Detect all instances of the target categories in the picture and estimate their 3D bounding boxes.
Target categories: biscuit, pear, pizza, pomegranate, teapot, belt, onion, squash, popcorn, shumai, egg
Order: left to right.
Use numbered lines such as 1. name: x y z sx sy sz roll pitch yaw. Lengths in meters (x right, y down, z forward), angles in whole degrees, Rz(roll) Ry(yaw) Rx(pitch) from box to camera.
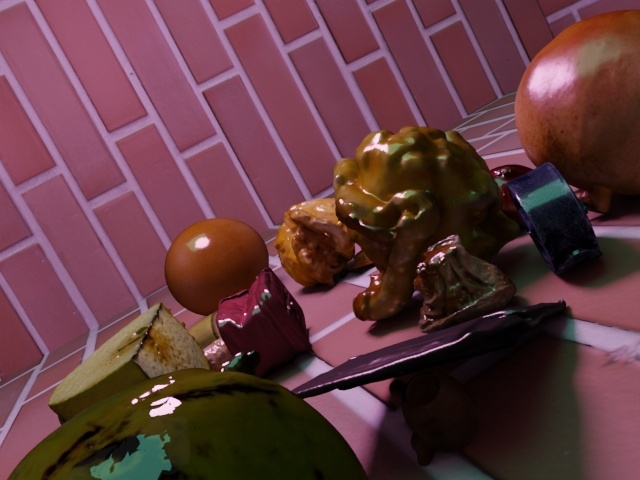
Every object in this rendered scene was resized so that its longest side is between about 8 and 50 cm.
1. pear: -0.342 0.266 1.235 0.292 0.159 0.292 -31 15 9
2. pomegranate: -0.098 0.240 0.464 0.260 0.260 0.341 -21 41 40
3. squash: -0.273 0.235 1.496 0.224 0.094 0.094 -33 6 26
4. egg: -0.261 0.065 1.833 0.250 0.250 0.322 -24 1 26
5. biscuit: -0.154 0.193 1.401 0.219 0.055 0.061 -34 -4 -32
6. popcorn: -0.001 -0.003 1.611 0.190 0.191 0.253 -33 11 -23
7. pizza: 0.144 0.018 1.560 0.160 0.036 0.099 -25 10 15
8. teapot: 0.097 0.167 0.699 0.085 0.080 0.110 -49 36 -15
9. popcorn: 0.164 -0.040 1.158 0.290 0.326 0.321 -19 52 20
10. shumai: 0.184 0.055 0.954 0.145 0.116 0.145 -27 -1 0
11. onion: 0.338 -0.078 1.250 0.131 0.131 0.131 -27 9 5
12. belt: 0.321 -0.031 0.963 0.082 0.141 0.190 -28 10 12
13. pomegranate: 0.456 -0.194 1.088 0.319 0.319 0.319 -27 9 5

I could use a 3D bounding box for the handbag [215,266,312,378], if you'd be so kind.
1. handbag: -0.098 0.143 1.241 0.135 0.146 0.225 -33 9 2

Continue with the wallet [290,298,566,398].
1. wallet: 0.123 0.119 0.775 0.247 0.041 0.323 -21 -8 29
